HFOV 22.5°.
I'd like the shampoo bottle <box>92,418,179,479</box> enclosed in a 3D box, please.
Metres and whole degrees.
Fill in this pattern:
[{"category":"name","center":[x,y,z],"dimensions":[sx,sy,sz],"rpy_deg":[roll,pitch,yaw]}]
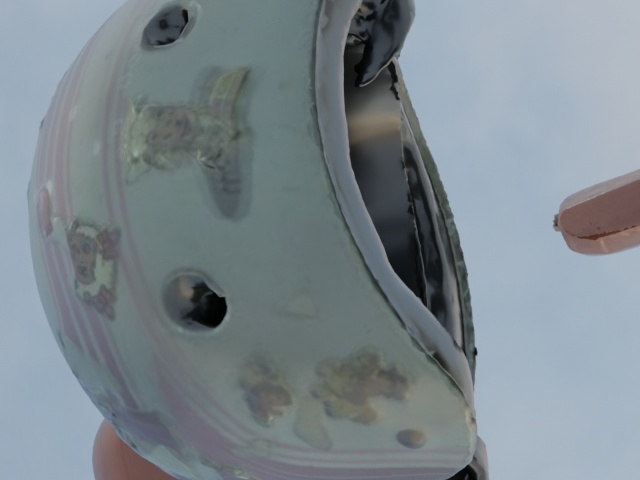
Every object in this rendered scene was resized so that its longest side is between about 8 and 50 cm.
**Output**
[{"category":"shampoo bottle","center":[-0.037,0.108,0.594],"dimensions":[0.085,0.085,0.244],"rpy_deg":[-13,-104,-14]}]

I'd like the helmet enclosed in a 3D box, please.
[{"category":"helmet","center":[-0.016,0.001,0.416],"dimensions":[0.107,0.177,0.153],"rpy_deg":[-10,-107,5]}]

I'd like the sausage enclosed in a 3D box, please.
[{"category":"sausage","center":[0.163,-0.024,0.671],"dimensions":[0.147,0.030,0.035],"rpy_deg":[-23,-107,30]}]
